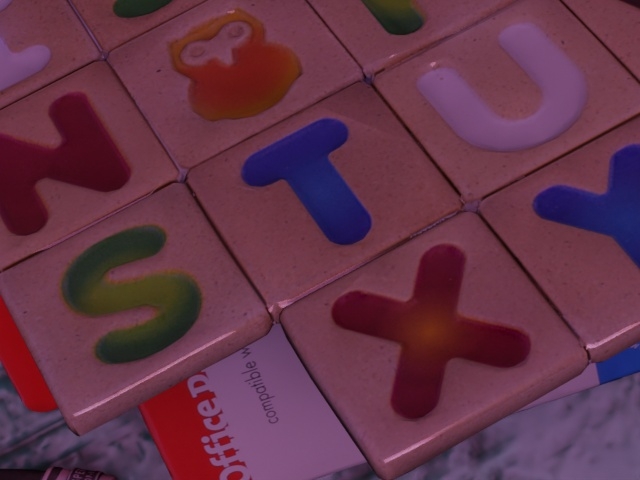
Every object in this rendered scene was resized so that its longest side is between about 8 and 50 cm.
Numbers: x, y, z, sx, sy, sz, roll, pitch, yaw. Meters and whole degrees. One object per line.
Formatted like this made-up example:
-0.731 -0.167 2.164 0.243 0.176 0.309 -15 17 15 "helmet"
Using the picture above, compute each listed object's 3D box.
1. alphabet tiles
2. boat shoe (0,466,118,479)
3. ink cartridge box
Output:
0.012 -0.092 0.563 0.285 0.011 0.342 -29 49 -8 "alphabet tiles"
-0.105 0.183 0.619 0.070 0.078 0.219 2 76 2 "boat shoe"
0.000 0.000 0.592 0.231 0.134 0.078 -19 42 1 "ink cartridge box"
